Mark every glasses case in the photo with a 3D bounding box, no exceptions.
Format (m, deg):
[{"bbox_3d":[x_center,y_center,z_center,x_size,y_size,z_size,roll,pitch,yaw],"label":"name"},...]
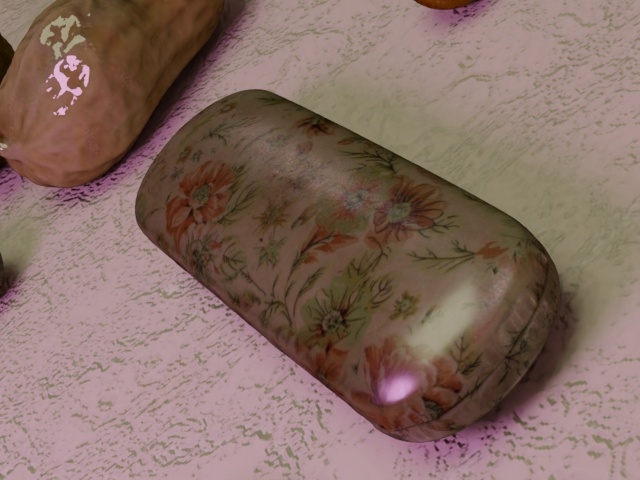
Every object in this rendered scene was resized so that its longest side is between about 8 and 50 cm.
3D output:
[{"bbox_3d":[0.000,0.000,0.983,0.156,0.098,0.425,-50,37,-5],"label":"glasses case"}]

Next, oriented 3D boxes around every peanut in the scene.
[{"bbox_3d":[-0.194,-0.181,1.307,0.291,0.143,0.159,-53,14,-13],"label":"peanut"}]

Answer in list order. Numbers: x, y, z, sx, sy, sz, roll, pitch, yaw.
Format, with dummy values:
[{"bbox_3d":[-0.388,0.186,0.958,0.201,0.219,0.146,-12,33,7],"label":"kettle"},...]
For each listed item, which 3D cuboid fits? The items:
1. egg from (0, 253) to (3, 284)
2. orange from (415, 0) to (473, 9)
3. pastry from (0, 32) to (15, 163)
[{"bbox_3d":[-0.340,0.029,1.288,0.110,0.085,0.085,-26,37,47],"label":"egg"},{"bbox_3d":[0.099,-0.225,1.132,0.085,0.085,0.085,-25,40,23],"label":"orange"},{"bbox_3d":[-0.364,-0.153,1.404,0.103,0.189,0.189,-33,38,11],"label":"pastry"}]
